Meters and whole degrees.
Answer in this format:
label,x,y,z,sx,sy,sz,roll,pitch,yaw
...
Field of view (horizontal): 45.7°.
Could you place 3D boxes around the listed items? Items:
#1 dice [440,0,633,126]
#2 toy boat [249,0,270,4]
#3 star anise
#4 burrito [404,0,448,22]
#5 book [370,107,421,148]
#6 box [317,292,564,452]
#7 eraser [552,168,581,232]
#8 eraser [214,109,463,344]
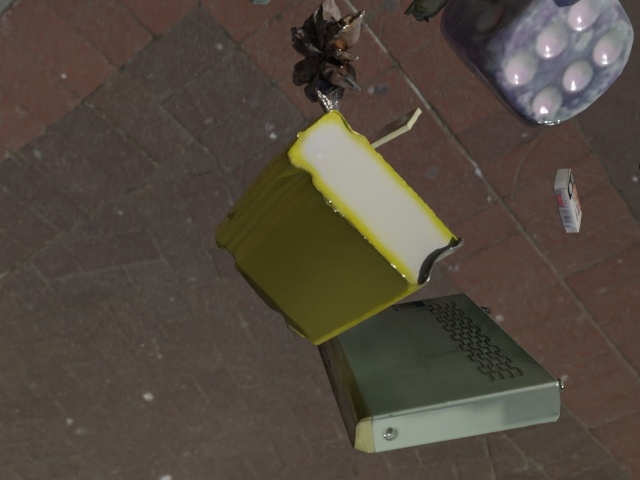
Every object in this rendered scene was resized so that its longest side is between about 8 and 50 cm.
label,x,y,z,sx,sy,sz,roll,pitch,yaw
dice,0.421,-0.409,1.501,0.270,0.271,0.270,-43,125,14
toy boat,-0.090,-0.514,1.329,0.085,0.078,0.260,14,157,-13
star anise,0.010,-0.287,1.186,0.065,0.182,0.195,-3,149,-40
burrito,0.265,-0.554,1.644,0.058,0.063,0.229,-19,167,-35
book,0.134,-0.197,1.338,0.077,0.111,0.014,-27,104,27
box,0.110,0.127,0.792,0.211,0.270,0.045,-9,105,-7
eraser,0.447,-0.071,1.373,0.029,0.052,0.122,-1,141,30
eraser,0.000,0.000,0.675,0.158,0.069,0.226,44,149,-3
